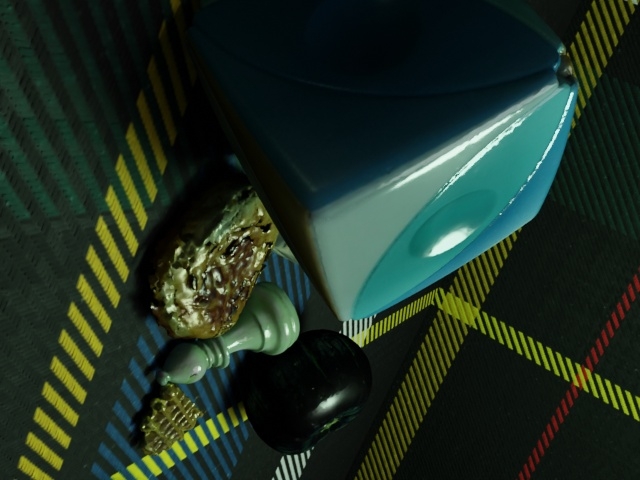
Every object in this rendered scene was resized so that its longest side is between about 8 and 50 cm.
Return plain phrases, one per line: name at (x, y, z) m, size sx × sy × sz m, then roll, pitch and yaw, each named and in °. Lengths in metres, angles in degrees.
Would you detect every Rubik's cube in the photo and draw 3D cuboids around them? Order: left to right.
Rubik's cube at (0.071, -0.148, 0.910) m, size 0.351 × 0.352 × 0.347 m, roll -32°, pitch 154°, yaw -6°

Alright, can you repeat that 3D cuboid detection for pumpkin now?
pumpkin at (-0.033, 0.328, 1.629) m, size 0.315 × 0.238 × 0.315 m, roll -32°, pitch 151°, yaw -20°

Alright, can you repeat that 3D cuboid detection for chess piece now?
chess piece at (-0.176, 0.183, 1.269) m, size 0.272 × 0.139 × 0.139 m, roll -27°, pitch 143°, yaw -38°

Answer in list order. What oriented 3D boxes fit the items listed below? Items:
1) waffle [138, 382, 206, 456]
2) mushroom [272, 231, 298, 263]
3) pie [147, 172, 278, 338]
waffle at (-0.265, 0.315, 1.311) m, size 0.160 × 0.046 × 0.192 m, roll -64°, pitch 161°, yaw 10°
mushroom at (0.000, 0.000, 1.453) m, size 0.159 × 0.122 × 0.328 m, roll -23°, pitch 159°, yaw 7°
pie at (-0.154, 0.027, 1.128) m, size 0.308 × 0.085 × 0.308 m, roll -48°, pitch 156°, yaw -30°
